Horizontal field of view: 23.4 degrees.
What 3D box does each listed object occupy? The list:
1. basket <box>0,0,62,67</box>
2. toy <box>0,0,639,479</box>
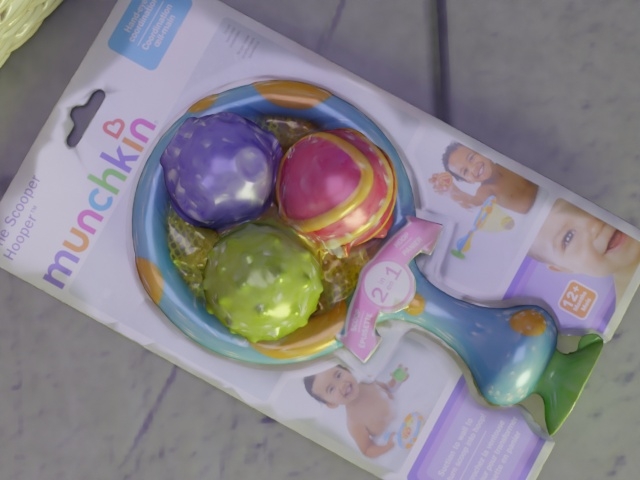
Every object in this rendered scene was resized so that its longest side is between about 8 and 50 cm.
[{"bbox_3d":[-0.141,-0.134,0.572,0.113,0.103,0.167,40,84,1],"label":"basket"},{"bbox_3d":[0.000,0.000,0.591,0.237,0.056,0.136,29,83,0],"label":"toy"}]
